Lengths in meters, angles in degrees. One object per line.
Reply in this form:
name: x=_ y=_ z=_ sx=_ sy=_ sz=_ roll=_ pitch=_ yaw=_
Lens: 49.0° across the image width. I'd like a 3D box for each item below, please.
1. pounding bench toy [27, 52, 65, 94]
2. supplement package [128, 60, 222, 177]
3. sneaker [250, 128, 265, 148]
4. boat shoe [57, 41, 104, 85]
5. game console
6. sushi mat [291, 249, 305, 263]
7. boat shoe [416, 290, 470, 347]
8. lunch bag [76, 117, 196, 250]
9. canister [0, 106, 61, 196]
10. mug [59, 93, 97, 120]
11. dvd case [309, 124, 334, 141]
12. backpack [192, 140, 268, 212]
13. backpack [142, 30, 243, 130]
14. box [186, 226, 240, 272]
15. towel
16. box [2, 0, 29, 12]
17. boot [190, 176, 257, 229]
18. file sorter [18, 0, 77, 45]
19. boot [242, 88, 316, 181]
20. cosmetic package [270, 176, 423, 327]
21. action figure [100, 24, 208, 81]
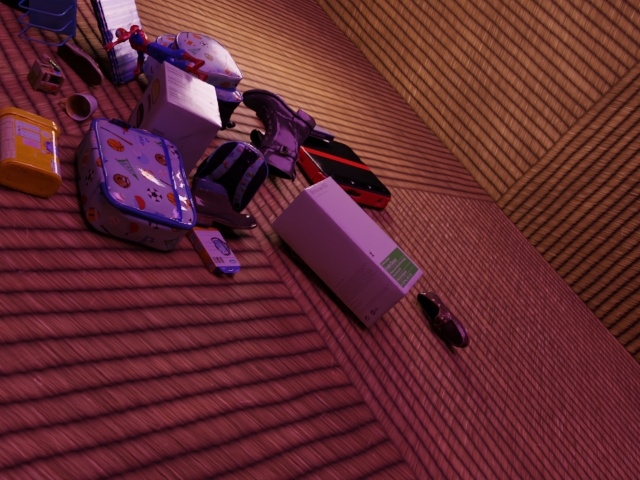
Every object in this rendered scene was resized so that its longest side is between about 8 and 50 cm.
pounding bench toy: x=-0.628 y=-0.390 z=1.636 sx=0.065 sy=0.083 sz=0.052 roll=5 pitch=43 yaw=-50
supplement package: x=-0.360 y=-0.287 z=1.717 sx=0.149 sy=0.194 sz=0.203 roll=24 pitch=30 yaw=-31
sneaker: x=-0.153 y=-0.319 z=2.189 sx=0.132 sy=0.086 sz=0.228 roll=31 pitch=28 yaw=-16
boat shoe: x=-0.607 y=-0.456 z=1.807 sx=0.153 sy=0.056 sz=0.048 roll=38 pitch=29 yaw=10
game console: x=0.050 y=-0.252 z=2.414 sx=0.387 sy=0.060 sz=0.342 roll=10 pitch=34 yaw=-49
sushi mat: x=0.000 y=0.000 z=1.970 sx=0.151 sy=0.019 sz=0.316 roll=37 pitch=26 yaw=-11
boat shoe: x=0.350 y=0.230 z=2.041 sx=0.073 sy=0.073 sz=0.207 roll=11 pitch=31 yaw=-44
lunch bag: x=-0.390 y=-0.127 z=1.511 sx=0.243 sy=0.115 sz=0.303 roll=17 pitch=39 yaw=-38
canister: x=-0.576 y=-0.173 z=1.380 sx=0.126 sy=0.073 sz=0.170 roll=19 pitch=35 yaw=-39
mug: x=-0.562 y=-0.323 z=1.654 sx=0.078 sy=0.062 sz=0.064 roll=45 pitch=17 yaw=-8
dvd case: x=-0.077 y=-0.404 z=2.411 sx=0.179 sy=0.029 sz=0.239 roll=34 pitch=14 yaw=27
backpack: x=-0.215 y=-0.179 z=1.774 sx=0.158 sy=0.173 sz=0.117 roll=34 pitch=27 yaw=-14
backpack: x=-0.368 y=-0.467 z=1.984 sx=0.277 sy=0.213 sz=0.263 roll=4 pitch=40 yaw=-51
box: x=-0.238 y=0.027 z=1.589 sx=0.081 sy=0.028 sz=0.136 roll=2 pitch=48 yaw=-53
towel: x=-0.557 y=-0.613 z=1.917 sx=0.243 sy=0.040 sz=0.336 roll=-71 pitch=152 yaw=-64
box: x=-0.837 y=-0.822 z=1.881 sx=0.294 sy=0.212 sz=0.395 roll=18 pitch=34 yaw=-39
boot: x=-0.226 y=-0.084 z=1.664 sx=0.082 sy=0.106 sz=0.219 roll=14 pitch=5 yaw=40
file sorter: x=-0.680 y=-0.584 z=1.742 sx=0.118 sy=0.170 sz=0.104 roll=13 pitch=36 yaw=-4
boot: x=-0.153 y=-0.310 z=2.073 sx=0.263 sy=0.091 sz=0.229 roll=26 pitch=64 yaw=2
cosmetic package: x=0.071 y=0.025 z=1.835 sx=0.365 sy=0.155 sz=0.197 roll=46 pitch=27 yaw=3
action figure: x=-0.442 y=-0.462 z=1.804 sx=0.280 sy=0.091 sz=0.139 roll=32 pitch=65 yaw=18
